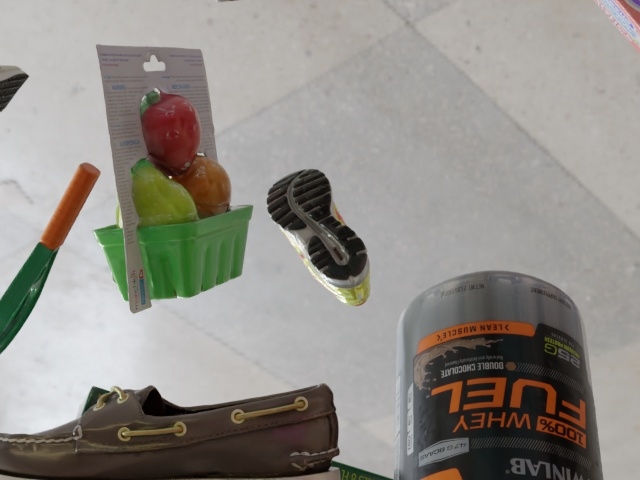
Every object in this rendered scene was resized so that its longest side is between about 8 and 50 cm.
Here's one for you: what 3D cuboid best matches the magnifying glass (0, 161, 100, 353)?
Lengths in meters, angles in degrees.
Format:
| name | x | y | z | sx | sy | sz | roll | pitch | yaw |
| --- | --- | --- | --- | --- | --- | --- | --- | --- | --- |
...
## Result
| name | x | y | z | sx | sy | sz | roll | pitch | yaw |
| --- | --- | --- | --- | --- | --- | --- | --- | --- | --- |
| magnifying glass | -0.288 | 0.023 | 1.143 | 0.026 | 0.092 | 0.231 | 33 | 104 | -1 |

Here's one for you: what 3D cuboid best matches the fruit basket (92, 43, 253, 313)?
| name | x | y | z | sx | sy | sz | roll | pitch | yaw |
| --- | --- | --- | --- | --- | --- | --- | --- | --- | --- |
| fruit basket | -0.223 | -0.097 | 1.591 | 0.165 | 0.353 | 0.327 | -11 | -175 | 20 |

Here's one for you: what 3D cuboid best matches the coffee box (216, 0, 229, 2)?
| name | x | y | z | sx | sy | sz | roll | pitch | yaw |
| --- | --- | --- | --- | --- | --- | --- | --- | --- | --- |
| coffee box | 0.039 | -0.340 | 1.222 | 0.297 | 0.168 | 0.118 | -4 | 107 | 12 |

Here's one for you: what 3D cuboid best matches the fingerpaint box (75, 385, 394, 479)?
| name | x | y | z | sx | sy | sz | roll | pitch | yaw |
| --- | --- | --- | --- | --- | --- | --- | --- | --- | --- |
| fingerpaint box | -0.117 | 0.415 | 1.291 | 0.445 | 0.371 | 0.163 | 20 | 160 | -10 |

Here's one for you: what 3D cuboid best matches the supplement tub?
| name | x | y | z | sx | sy | sz | roll | pitch | yaw |
| --- | --- | --- | --- | --- | --- | --- | --- | --- | --- |
| supplement tub | 0.177 | 0.216 | 1.129 | 0.207 | 0.338 | 0.207 | 2 | 140 | 2 |

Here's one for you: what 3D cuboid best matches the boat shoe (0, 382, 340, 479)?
| name | x | y | z | sx | sy | sz | roll | pitch | yaw |
| --- | --- | --- | --- | --- | --- | --- | --- | --- | --- |
| boat shoe | -0.143 | 0.174 | 0.980 | 0.324 | 0.096 | 0.116 | -2 | 175 | 11 |

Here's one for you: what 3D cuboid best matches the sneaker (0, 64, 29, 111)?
| name | x | y | z | sx | sy | sz | roll | pitch | yaw |
| --- | --- | --- | --- | --- | --- | --- | --- | --- | --- |
| sneaker | -0.346 | -0.163 | 1.098 | 0.075 | 0.161 | 0.057 | 42 | 106 | -2 |

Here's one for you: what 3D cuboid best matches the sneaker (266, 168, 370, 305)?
| name | x | y | z | sx | sy | sz | roll | pitch | yaw |
| --- | --- | --- | --- | --- | --- | --- | --- | --- | --- |
| sneaker | 0.000 | 0.000 | 1.319 | 0.081 | 0.208 | 0.094 | -26 | 138 | -2 |

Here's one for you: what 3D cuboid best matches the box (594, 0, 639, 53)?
| name | x | y | z | sx | sy | sz | roll | pitch | yaw |
| --- | --- | --- | --- | --- | --- | --- | --- | --- | --- |
| box | 0.414 | -0.328 | 1.374 | 0.142 | 0.154 | 0.300 | -40 | 90 | 10 |
